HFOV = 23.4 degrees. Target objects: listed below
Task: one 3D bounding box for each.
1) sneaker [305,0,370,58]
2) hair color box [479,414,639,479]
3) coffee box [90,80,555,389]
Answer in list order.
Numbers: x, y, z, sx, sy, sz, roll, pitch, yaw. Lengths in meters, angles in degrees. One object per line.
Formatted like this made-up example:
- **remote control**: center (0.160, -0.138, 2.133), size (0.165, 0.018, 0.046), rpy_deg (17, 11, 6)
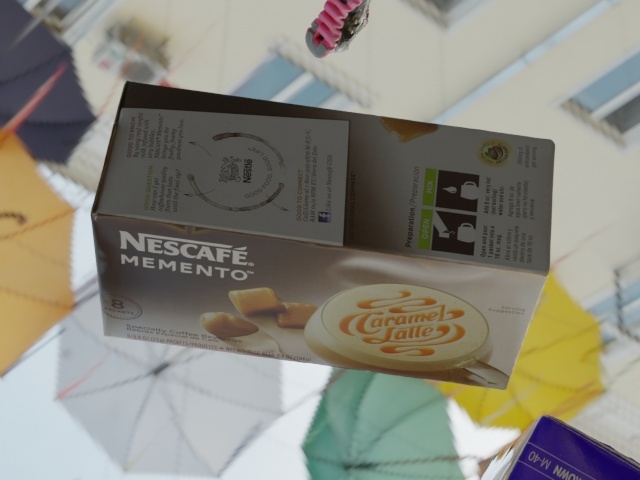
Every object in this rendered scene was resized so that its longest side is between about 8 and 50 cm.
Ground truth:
- **sneaker**: center (0.032, -0.240, 1.597), size (0.057, 0.119, 0.047), rpy_deg (-4, -131, -45)
- **hair color box**: center (0.102, 0.302, 1.077), size (0.110, 0.185, 0.338), rpy_deg (29, -108, 4)
- **coffee box**: center (0.000, 0.000, 0.895), size (0.247, 0.141, 0.098), rpy_deg (8, -124, 0)
